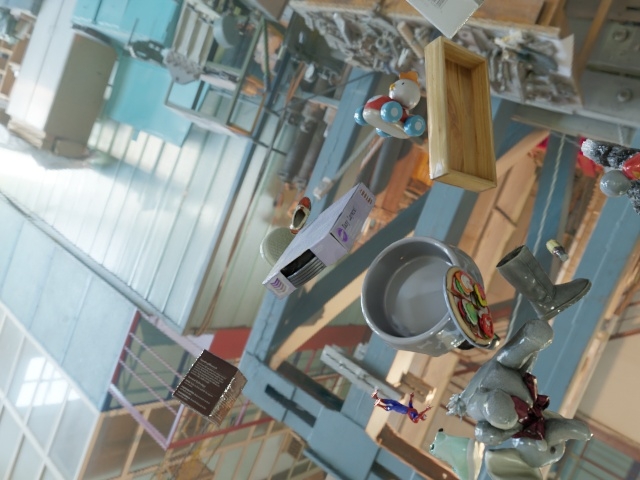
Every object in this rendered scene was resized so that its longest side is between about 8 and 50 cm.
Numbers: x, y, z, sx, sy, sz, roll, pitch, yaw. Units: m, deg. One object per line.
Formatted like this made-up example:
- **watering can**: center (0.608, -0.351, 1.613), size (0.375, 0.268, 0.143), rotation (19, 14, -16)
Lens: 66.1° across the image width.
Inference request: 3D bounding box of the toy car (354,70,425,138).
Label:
- **toy car**: center (0.278, -0.512, 1.783), size (0.210, 0.238, 0.219), rotation (22, 179, -28)

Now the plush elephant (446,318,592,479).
- **plush elephant**: center (0.457, 0.395, 1.091), size (0.255, 0.330, 0.272), rotation (36, -128, 10)

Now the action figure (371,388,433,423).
- **action figure**: center (0.382, 0.725, 2.194), size (0.280, 0.139, 0.091), rotation (30, -164, -18)

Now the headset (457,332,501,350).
- **headset**: center (0.519, 0.357, 1.947), size (0.394, 0.185, 0.243), rotation (22, -172, -20)

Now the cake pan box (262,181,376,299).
- **cake pan box**: center (0.000, 0.000, 1.168), size (0.070, 0.245, 0.267), rotation (44, -145, -9)

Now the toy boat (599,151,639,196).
- **toy boat**: center (0.807, -0.063, 1.143), size (0.267, 0.148, 0.318), rotation (-4, -123, -44)

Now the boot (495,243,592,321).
- **boot**: center (0.618, 0.096, 1.363), size (0.209, 0.189, 0.076), rotation (54, 177, 3)

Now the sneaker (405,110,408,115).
- **sneaker**: center (0.356, -0.543, 2.098), size (0.061, 0.054, 0.152), rotation (-11, -118, -30)

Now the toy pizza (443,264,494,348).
- **toy pizza**: center (0.349, 0.147, 1.128), size (0.032, 0.201, 0.201), rotation (-29, 150, 35)

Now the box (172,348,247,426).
- **box**: center (-0.408, 0.552, 1.839), size (0.167, 0.203, 0.168), rotation (23, 153, 19)

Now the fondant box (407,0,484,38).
- **fondant box**: center (0.284, -0.632, 1.211), size (0.238, 0.096, 0.330), rotation (41, -146, -3)

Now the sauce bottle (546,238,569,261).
- **sauce bottle**: center (0.765, 0.033, 1.580), size (0.042, 0.042, 0.128), rotation (21, -159, -2)

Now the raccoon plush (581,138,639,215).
- **raccoon plush**: center (0.990, -0.121, 1.510), size (0.216, 0.299, 0.446), rotation (-1, -157, -13)

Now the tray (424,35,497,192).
- **tray**: center (0.402, -0.358, 1.419), size (0.202, 0.411, 0.076), rotation (9, 164, -31)

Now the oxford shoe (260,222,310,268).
- **oxford shoe**: center (-0.102, 0.038, 1.641), size (0.169, 0.130, 0.449), rotation (61, -163, 0)

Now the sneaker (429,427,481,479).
- **sneaker**: center (0.442, 0.720, 1.621), size (0.151, 0.256, 0.094), rotation (7, -143, 31)

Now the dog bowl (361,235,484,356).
- **dog bowl**: center (0.264, 0.144, 1.355), size (0.348, 0.349, 0.102), rotation (27, 177, 45)

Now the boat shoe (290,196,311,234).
- **boat shoe**: center (-0.060, -0.081, 1.499), size (0.049, 0.137, 0.043), rotation (18, 152, 5)
